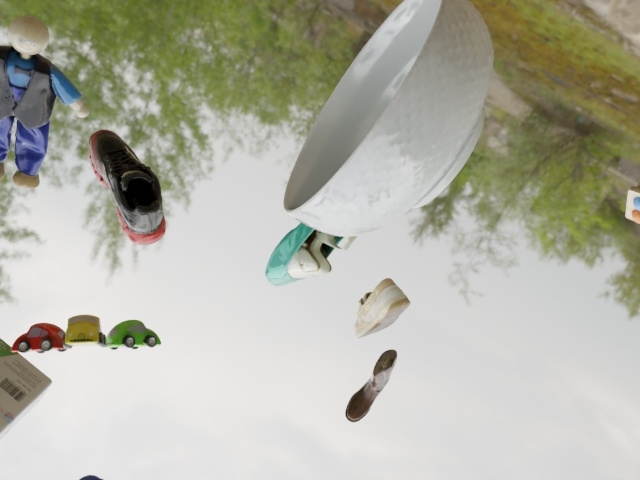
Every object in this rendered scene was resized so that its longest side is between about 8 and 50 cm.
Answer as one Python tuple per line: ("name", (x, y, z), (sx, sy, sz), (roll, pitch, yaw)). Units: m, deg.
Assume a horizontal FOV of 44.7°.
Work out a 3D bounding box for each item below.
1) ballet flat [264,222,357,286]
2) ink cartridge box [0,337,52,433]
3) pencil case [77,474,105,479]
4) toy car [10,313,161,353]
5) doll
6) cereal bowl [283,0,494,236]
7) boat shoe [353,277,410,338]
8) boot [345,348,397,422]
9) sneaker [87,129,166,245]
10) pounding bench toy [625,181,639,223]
("ballet flat", (0.000, 0.000, 1.195), (0.083, 0.247, 0.087), (16, -149, -43))
("ink cartridge box", (-0.753, 0.348, 1.666), (0.201, 0.117, 0.278), (40, -146, -2))
("pencil case", (-0.412, 0.592, 1.649), (0.306, 0.119, 0.133), (5, -163, 33))
("toy car", (-0.377, 0.160, 1.330), (0.225, 0.053, 0.239), (6, 167, -44))
("doll", (-0.304, -0.143, 0.796), (0.129, 0.189, 0.046), (12, -144, -14))
("cereal bowl", (0.100, -0.143, 0.974), (0.141, 0.339, 0.339), (31, -168, -16))
("boat shoe", (0.091, 0.108, 1.244), (0.063, 0.170, 0.059), (-18, -108, -27))
("boot", (0.080, 0.227, 1.218), (0.037, 0.106, 0.114), (34, 153, 11))
("sneaker", (-0.390, -0.130, 1.569), (0.098, 0.135, 0.276), (-21, -111, -24))
("pounding bench toy", (0.318, -0.036, 0.719), (0.052, 0.065, 0.083), (26, 163, 28))
